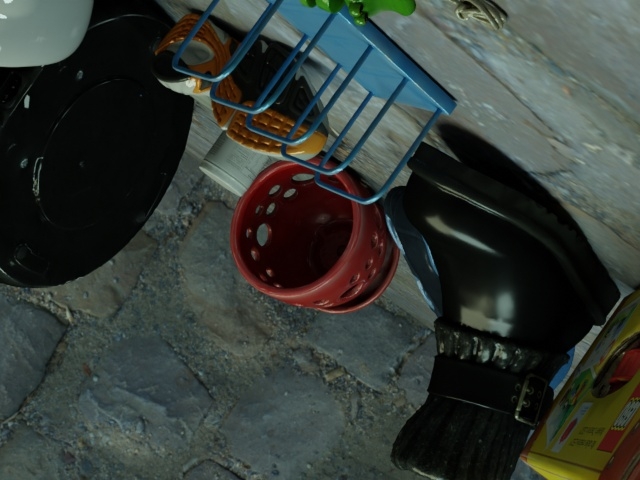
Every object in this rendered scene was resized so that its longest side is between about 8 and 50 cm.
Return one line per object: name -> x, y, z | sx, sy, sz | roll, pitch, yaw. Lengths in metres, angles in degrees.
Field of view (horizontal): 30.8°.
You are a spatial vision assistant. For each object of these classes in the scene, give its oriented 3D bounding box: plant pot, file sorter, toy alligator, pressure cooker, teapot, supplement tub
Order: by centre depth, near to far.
toy alligator -> 0.016, -0.152, 0.683 | 0.190, 0.051, 0.056 | 33, 175, 20
file sorter -> -0.009, -0.120, 0.880 | 0.170, 0.104, 0.118 | 38, 174, -30
teapot -> -0.314, -0.277, 1.037 | 0.256, 0.187, 0.252 | 17, -160, 6
pressure cooker -> -0.404, -0.184, 1.371 | 0.420, 0.375, 0.370 | 28, -176, 23
supplement tub -> -0.099, -0.119, 1.498 | 0.071, 0.107, 0.071 | 35, 176, 3
plant pot -> 0.000, 0.000, 1.543 | 0.191, 0.191, 0.174 | 32, -179, 28

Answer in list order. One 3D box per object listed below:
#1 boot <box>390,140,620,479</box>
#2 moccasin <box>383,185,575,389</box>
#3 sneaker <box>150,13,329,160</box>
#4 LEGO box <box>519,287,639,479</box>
boot -> 0.131, 0.092, 1.052 | 0.131, 0.260, 0.348 | 31, 174, 45
moccasin -> 0.179, 0.046, 1.259 | 0.117, 0.138, 0.342 | 36, 164, 47
sneaker -> -0.056, -0.142, 1.151 | 0.121, 0.099, 0.262 | 29, -172, -44
LEGO box -> 0.364, 0.188, 0.803 | 0.373, 0.193, 0.500 | 34, 175, 9
